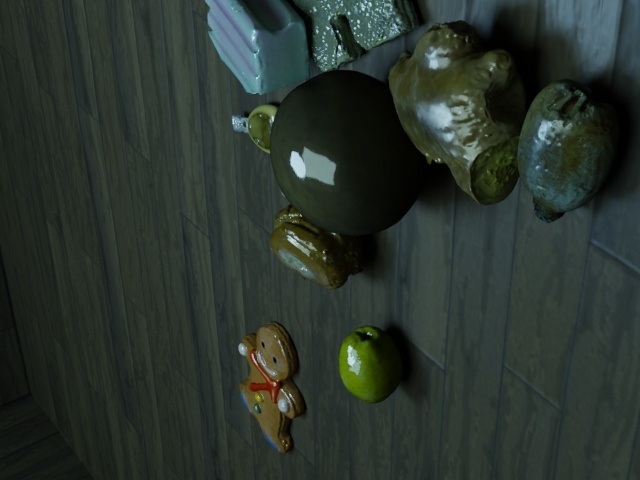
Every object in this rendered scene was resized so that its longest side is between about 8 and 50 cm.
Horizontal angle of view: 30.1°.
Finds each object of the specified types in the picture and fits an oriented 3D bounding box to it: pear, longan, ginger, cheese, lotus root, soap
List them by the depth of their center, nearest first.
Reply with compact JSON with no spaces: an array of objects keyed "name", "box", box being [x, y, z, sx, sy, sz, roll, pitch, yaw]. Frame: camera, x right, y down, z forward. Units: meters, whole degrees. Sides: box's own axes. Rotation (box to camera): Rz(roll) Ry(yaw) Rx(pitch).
[{"name":"lotus root","box":[0.279,-0.095,1.367,0.113,0.088,0.192,42,144,29]},{"name":"ginger","box":[0.155,-0.181,1.482,0.270,0.123,0.219,42,147,41]},{"name":"longan","box":[0.042,-0.111,1.636,0.248,0.248,0.248,40,142,41]},{"name":"soap","box":[-0.099,-0.322,1.819,0.230,0.091,0.145,-123,22,-45]},{"name":"pear","box":[0.080,0.198,1.915,0.107,0.107,0.131,35,150,46]},{"name":"cheese","box":[-0.105,-0.194,2.027,0.162,0.036,0.086,19,125,54]}]

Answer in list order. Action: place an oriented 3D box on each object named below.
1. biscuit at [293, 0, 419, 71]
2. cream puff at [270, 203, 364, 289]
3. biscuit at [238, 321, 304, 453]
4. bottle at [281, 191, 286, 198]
[{"name":"biscuit","box":[0.041,-0.326,1.659,0.250,0.046,0.147,-10,101,62]},{"name":"cream puff","box":[0.000,0.000,1.892,0.165,0.115,0.150,38,164,10]},{"name":"biscuit","box":[-0.105,0.281,2.373,0.205,0.049,0.324,53,148,26]},{"name":"bottle","box":[-0.025,-0.143,1.865,0.099,0.099,0.152,29,130,50]}]
